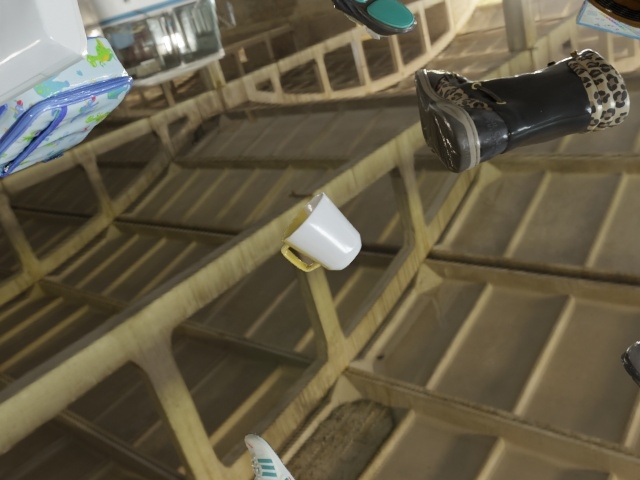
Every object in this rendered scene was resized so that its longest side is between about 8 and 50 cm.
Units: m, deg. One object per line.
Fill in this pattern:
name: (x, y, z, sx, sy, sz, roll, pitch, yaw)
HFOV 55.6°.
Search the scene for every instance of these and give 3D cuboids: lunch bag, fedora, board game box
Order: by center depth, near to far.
lunch bag: (-0.364, -0.167, 0.785, 0.219, 0.090, 0.176, -26, -171, 36)
fedora: (0.515, -0.424, 1.000, 0.079, 0.194, 0.194, -55, -159, 12)
board game box: (0.573, -0.436, 1.128, 0.154, 0.103, 0.026, 17, -132, 4)

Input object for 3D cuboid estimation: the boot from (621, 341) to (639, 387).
boot: (0.683, 0.212, 0.956, 0.338, 0.223, 0.118, 33, -141, 26)

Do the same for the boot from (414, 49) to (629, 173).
boot: (0.323, -0.246, 1.063, 0.284, 0.138, 0.377, -14, -157, 5)

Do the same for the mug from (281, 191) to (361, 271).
mug: (0.003, -0.003, 0.604, 0.062, 0.064, 0.078, -55, -167, -19)

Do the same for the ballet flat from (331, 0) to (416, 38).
ballet flat: (0.090, -0.406, 1.082, 0.074, 0.074, 0.203, -32, -119, -32)

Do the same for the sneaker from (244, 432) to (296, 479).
sneaker: (-0.116, 0.472, 1.237, 0.075, 0.057, 0.161, -33, -107, -30)

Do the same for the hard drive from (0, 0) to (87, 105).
hard drive: (-0.304, -0.148, 0.400, 0.307, 0.203, 0.040, -21, 169, 18)
